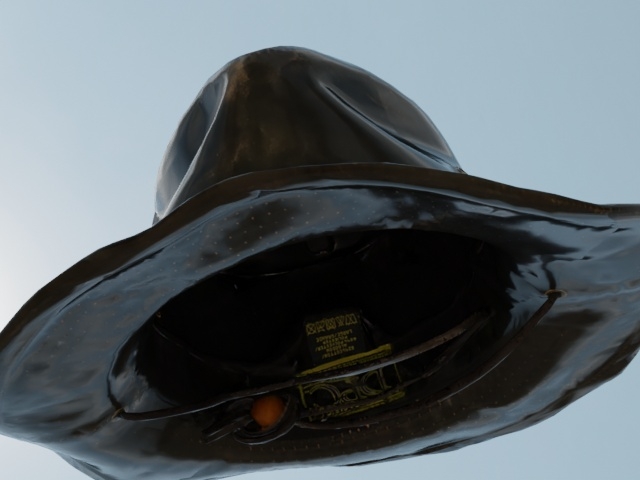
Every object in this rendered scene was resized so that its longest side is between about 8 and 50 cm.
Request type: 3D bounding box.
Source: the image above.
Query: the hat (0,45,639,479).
[{"bbox_3d":[0.000,0.000,0.754,0.331,0.134,0.331,-9,-24,-4],"label":"hat"}]
